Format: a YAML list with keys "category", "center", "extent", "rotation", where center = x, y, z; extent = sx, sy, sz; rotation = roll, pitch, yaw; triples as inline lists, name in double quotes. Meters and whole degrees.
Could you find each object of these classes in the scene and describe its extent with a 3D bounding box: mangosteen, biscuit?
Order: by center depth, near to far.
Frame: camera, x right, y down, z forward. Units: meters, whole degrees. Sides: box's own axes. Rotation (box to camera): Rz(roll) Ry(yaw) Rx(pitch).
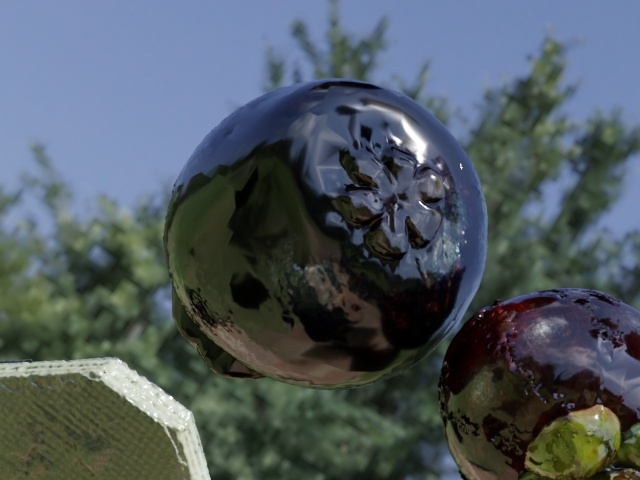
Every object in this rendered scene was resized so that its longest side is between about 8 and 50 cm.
- category: "mangosteen"
  center: [0.161, 0.119, 1.271]
  extent: [0.166, 0.166, 0.180]
  rotation: [44, 17, -31]
- category: "mangosteen"
  center: [0.000, 0.000, 1.355]
  extent: [0.243, 0.243, 0.243]
  rotation: [28, -19, 11]
- category: "biscuit"
  center: [-0.234, 0.187, 1.895]
  extent: [0.252, 0.052, 0.150]
  rotation: [-4, -68, 23]
